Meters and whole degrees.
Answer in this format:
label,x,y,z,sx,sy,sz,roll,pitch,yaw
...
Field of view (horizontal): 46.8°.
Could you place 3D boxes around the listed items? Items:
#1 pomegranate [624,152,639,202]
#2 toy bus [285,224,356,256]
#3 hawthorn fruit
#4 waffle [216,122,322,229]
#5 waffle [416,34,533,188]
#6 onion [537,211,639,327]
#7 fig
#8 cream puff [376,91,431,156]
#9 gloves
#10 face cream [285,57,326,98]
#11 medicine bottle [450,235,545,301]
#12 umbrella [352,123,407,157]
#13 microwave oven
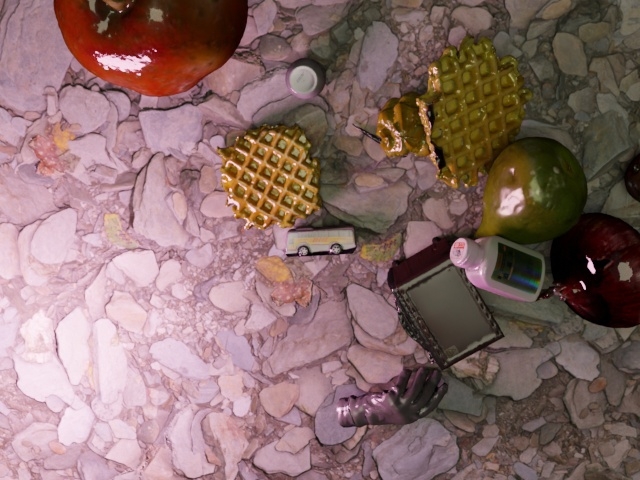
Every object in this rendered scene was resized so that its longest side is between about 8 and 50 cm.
label,x,y,z,sx,sy,sz,roll,pitch,yaw
pomegranate,0.751,-0.138,1.649,0.129,0.159,0.129,-7,79,42
toy bus,0.000,0.000,1.765,0.172,0.057,0.072,-4,99,4
hawthorn fruit,-0.359,-0.482,1.491,0.403,0.403,0.402,1,105,4
waffle,-0.117,-0.146,1.737,0.245,0.052,0.254,-12,105,8
waffle,0.323,-0.274,1.596,0.312,0.060,0.307,33,93,-34
onion,0.601,0.082,1.633,0.285,0.273,0.273,-24,103,-12
fig,0.443,-0.105,1.641,0.233,0.314,0.233,3,83,-24
cream puff,0.198,-0.250,1.639,0.156,0.156,0.121,18,137,-1
gloves,0.182,0.406,1.846,0.286,0.119,0.142,-24,133,7
face cream,-0.034,-0.359,1.647,0.091,0.095,0.091,1,106,3
medicine bottle,0.384,0.054,1.607,0.219,0.078,0.115,19,78,-25
umbrella,0.135,-0.229,1.712,0.149,0.022,0.022,28,129,3
microwave oven,0.279,0.145,1.719,0.188,0.178,0.247,-31,101,11
